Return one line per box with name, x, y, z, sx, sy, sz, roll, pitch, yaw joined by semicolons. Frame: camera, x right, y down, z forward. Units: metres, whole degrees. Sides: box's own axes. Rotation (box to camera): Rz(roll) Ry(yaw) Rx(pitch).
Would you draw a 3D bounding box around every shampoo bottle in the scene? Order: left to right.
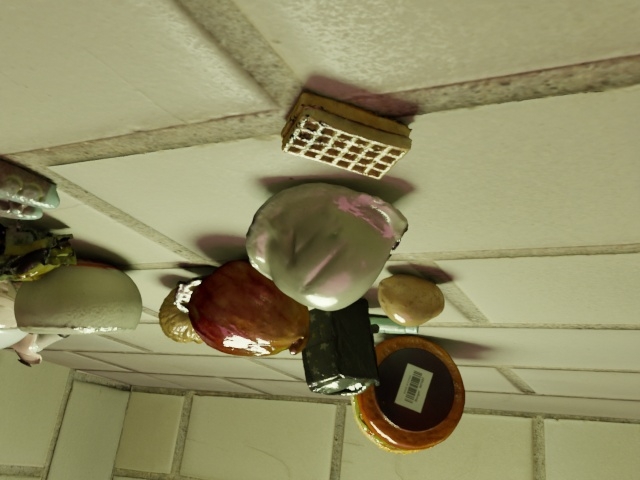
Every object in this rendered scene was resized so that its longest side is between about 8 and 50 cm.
shampoo bottle;0.161;0.221;1.708;0.191;0.041;0.069;1;153;17

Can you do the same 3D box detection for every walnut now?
walnut;-0.332;0.192;1.661;0.155;0.155;0.184;11;161;-9

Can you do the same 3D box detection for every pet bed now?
pet bed;0.063;0.254;1.558;0.159;0.211;0.183;-23;152;27

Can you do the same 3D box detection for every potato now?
potato;0.187;0.123;1.354;0.147;0.112;0.112;7;161;-16

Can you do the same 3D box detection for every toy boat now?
toy boat;-0.573;-0.082;1.112;0.227;0.085;0.155;25;155;-38

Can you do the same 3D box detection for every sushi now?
sushi;-0.646;0.024;1.384;0.291;0.131;0.139;-8;178;20

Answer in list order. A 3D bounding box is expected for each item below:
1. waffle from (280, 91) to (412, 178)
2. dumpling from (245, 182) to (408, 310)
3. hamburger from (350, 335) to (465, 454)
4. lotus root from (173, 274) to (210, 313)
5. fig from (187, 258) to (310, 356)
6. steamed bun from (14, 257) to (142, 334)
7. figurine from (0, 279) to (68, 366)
waffle;0.030;-0.130;0.825;0.148;0.042;0.102;15;158;-16
dumpling;-0.001;-0.002;1.066;0.227;0.243;0.175;34;-168;-17
hamburger;0.245;0.450;1.896;0.330;0.330;0.250;9;162;-2
lotus root;-0.197;0.147;1.583;0.329;0.078;0.167;20;121;-26
fig;-0.150;0.146;1.396;0.263;0.224;0.224;10;160;-16
steamed bun;-0.560;0.130;1.531;0.283;0.177;0.283;2;173;0
figurine;-0.875;0.215;1.817;0.253;0.211;0.361;7;158;19
